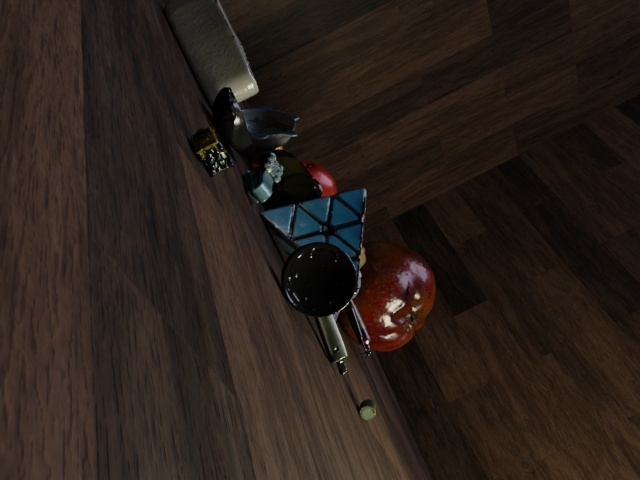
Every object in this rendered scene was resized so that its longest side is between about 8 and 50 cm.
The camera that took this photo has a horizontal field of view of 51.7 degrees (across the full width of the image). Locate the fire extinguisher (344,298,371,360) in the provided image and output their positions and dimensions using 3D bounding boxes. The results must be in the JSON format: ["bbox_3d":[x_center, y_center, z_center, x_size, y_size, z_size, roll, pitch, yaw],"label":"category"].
[{"bbox_3d":[0.081,0.183,1.500,0.173,0.035,0.049,66,-23,19],"label":"fire extinguisher"}]

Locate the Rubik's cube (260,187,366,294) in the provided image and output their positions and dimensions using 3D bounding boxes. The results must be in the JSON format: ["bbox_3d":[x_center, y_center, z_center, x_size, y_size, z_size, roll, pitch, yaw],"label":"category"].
[{"bbox_3d":[0.002,0.001,1.722,0.229,0.233,0.228,-45,129,-67],"label":"Rubik's cube"}]

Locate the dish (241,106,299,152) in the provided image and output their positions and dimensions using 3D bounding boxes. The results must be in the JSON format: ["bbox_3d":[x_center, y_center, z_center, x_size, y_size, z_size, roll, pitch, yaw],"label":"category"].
[{"bbox_3d":[-0.166,-0.315,1.973,0.236,0.227,0.086,-48,151,-52],"label":"dish"}]

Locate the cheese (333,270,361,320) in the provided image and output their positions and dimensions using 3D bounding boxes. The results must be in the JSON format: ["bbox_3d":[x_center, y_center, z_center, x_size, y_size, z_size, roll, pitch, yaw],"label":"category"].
[{"bbox_3d":[0.078,0.171,2.133,0.042,0.191,0.105,20,-28,35],"label":"cheese"}]

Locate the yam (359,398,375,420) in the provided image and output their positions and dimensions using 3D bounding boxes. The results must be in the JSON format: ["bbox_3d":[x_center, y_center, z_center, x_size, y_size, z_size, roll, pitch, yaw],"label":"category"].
[{"bbox_3d":[0.118,0.424,1.653,0.043,0.043,0.094,63,4,3],"label":"yam"}]

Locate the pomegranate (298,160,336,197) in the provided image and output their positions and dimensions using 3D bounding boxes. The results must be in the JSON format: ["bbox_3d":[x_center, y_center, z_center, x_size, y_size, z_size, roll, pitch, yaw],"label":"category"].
[{"bbox_3d":[-0.056,-0.152,2.317,0.221,0.220,0.257,-111,-160,-67],"label":"pomegranate"}]

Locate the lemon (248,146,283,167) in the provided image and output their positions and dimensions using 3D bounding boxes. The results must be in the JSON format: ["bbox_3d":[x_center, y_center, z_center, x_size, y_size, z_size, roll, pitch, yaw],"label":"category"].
[{"bbox_3d":[-0.172,-0.275,2.102,0.155,0.114,0.114,74,-9,-74],"label":"lemon"}]

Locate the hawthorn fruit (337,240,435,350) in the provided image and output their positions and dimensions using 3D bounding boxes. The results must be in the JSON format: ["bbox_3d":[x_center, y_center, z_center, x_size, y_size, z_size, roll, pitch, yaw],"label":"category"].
[{"bbox_3d":[0.203,0.195,2.428,0.403,0.402,0.403,63,2,-5],"label":"hawthorn fruit"}]

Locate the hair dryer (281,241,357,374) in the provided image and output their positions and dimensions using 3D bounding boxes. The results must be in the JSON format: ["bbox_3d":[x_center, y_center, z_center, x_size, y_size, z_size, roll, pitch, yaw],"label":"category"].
[{"bbox_3d":[0.028,0.149,1.490,0.284,0.155,0.320,53,-7,4],"label":"hair dryer"}]

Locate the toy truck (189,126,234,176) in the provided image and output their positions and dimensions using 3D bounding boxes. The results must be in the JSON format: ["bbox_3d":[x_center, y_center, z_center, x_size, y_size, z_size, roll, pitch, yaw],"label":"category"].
[{"bbox_3d":[-0.192,-0.159,1.162,0.054,0.049,0.083,63,1,30],"label":"toy truck"}]

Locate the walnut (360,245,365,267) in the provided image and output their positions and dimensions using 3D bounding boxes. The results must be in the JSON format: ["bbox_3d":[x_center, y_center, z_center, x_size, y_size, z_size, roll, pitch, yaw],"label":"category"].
[{"bbox_3d":[0.041,0.049,2.208,0.213,0.213,0.213,63,2,-5],"label":"walnut"}]

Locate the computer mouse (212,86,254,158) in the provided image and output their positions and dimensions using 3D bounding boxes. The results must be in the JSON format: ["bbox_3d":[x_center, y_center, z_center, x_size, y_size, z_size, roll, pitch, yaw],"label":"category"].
[{"bbox_3d":[-0.222,-0.288,1.631,0.217,0.073,0.122,75,-8,-69],"label":"computer mouse"}]

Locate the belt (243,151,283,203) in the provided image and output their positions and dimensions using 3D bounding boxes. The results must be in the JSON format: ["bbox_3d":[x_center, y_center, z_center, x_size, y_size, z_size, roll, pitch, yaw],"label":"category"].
[{"bbox_3d":[-0.140,-0.148,1.639,0.065,0.100,0.179,58,7,-25],"label":"belt"}]

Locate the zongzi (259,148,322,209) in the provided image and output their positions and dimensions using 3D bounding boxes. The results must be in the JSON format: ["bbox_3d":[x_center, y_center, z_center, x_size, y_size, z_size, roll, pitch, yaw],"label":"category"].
[{"bbox_3d":[-0.089,-0.090,1.984,0.289,0.154,0.318,-120,-160,-56],"label":"zongzi"}]

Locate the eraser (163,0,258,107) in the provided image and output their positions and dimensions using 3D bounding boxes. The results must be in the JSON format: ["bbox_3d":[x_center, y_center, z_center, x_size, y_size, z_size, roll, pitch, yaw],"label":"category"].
[{"bbox_3d":[-0.297,-0.531,1.818,0.331,0.150,0.331,-24,90,-88],"label":"eraser"}]
